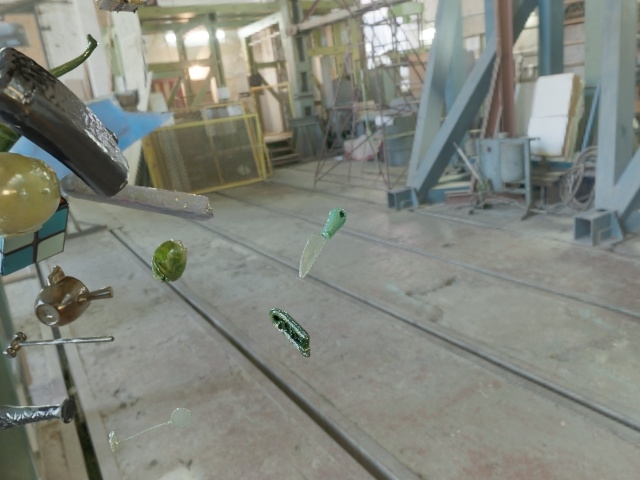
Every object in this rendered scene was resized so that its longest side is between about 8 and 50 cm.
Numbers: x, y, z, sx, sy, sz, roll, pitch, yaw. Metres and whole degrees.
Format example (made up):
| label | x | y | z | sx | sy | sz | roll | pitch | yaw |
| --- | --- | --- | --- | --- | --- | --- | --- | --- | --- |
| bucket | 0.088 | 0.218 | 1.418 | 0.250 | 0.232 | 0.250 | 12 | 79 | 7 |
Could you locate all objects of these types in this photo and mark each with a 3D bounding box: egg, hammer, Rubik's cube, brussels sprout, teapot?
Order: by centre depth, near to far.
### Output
| label | x | y | z | sx | sy | sz | roll | pitch | yaw |
| --- | --- | --- | --- | --- | --- | --- | --- | --- | --- |
| teapot | -0.369 | 0.081 | 0.801 | 0.110 | 0.085 | 0.080 | -8 | 21 | 11 |
| egg | -0.589 | -0.090 | 1.012 | 0.164 | 0.164 | 0.201 | -3 | 8 | 17 |
| hammer | -0.574 | 0.225 | 1.180 | 0.292 | 0.029 | 0.058 | -6 | 47 | 20 |
| Rubik's cube | -0.729 | -0.051 | 1.273 | 0.180 | 0.183 | 0.167 | 38 | 41 | 14 |
| brussels sprout | -0.521 | 0.068 | 1.869 | 0.100 | 0.139 | 0.181 | 12 | 38 | 28 |

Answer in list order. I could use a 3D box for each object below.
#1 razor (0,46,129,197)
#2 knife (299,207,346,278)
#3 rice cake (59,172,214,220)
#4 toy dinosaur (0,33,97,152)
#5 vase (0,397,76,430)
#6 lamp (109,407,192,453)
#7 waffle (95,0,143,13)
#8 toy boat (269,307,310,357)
| label | x | y | z | sx | sy | sz | roll | pitch | yaw |
| --- | --- | --- | --- | --- | --- | --- | --- | --- | --- |
| razor | -0.533 | -0.235 | 1.106 | 0.107 | 0.327 | 0.189 | -31 | 51 | 6 |
| knife | -0.001 | -0.001 | 1.582 | 0.035 | 0.063 | 0.260 | -5 | 42 | 49 |
| rice cake | -0.482 | -0.115 | 1.431 | 0.399 | 0.064 | 0.070 | 10 | -18 | -11 |
| toy dinosaur | -0.721 | -0.311 | 1.342 | 0.087 | 0.447 | 0.301 | 23 | 19 | 32 |
| vase | -0.657 | 0.403 | 1.242 | 0.167 | 0.059 | 0.059 | -9 | 15 | 8 |
| lamp | -0.404 | 0.446 | 1.276 | 0.198 | 0.050 | 0.056 | -18 | 6 | -11 |
| waffle | -0.538 | -0.754 | 1.426 | 0.114 | 0.261 | 0.376 | 0 | 18 | -25 |
| toy boat | -0.093 | 0.279 | 1.671 | 0.052 | 0.104 | 0.210 | -28 | 45 | -27 |
